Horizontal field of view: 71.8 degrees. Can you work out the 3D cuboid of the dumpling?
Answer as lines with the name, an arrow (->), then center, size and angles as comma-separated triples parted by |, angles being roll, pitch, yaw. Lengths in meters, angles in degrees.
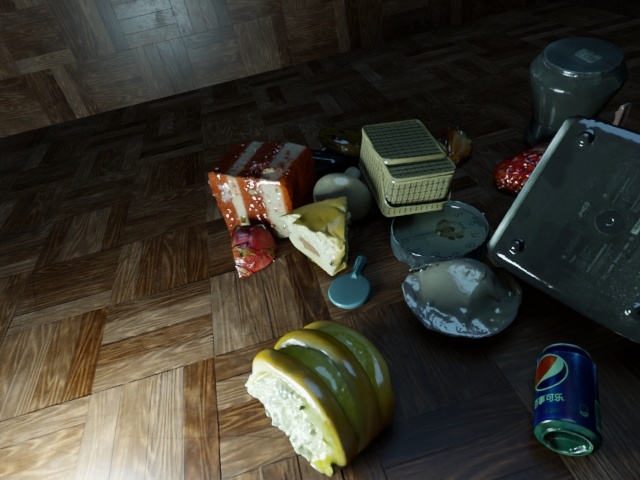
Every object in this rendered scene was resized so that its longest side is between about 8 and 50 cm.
dumpling -> 0.358, 0.152, 1.131 | 0.293, 0.163, 0.204 | 0, 74, 12

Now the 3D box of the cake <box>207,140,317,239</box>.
cake -> -0.190, -0.183, 1.571 | 0.320, 0.269, 0.270 | 4, 41, 22

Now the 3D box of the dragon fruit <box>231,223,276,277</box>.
dragon fruit -> -0.223, 0.029, 1.442 | 0.121, 0.127, 0.161 | -13, 37, 12

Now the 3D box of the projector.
projector -> 0.666, -0.024, 1.003 | 0.405, 0.395, 0.242 | 37, 15, 34

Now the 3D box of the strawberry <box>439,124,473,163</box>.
strawberry -> 0.526, -0.368, 1.755 | 0.140, 0.085, 0.192 | 5, 70, -21

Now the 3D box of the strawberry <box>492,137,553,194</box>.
strawberry -> 0.772, -0.263, 1.514 | 0.336, 0.149, 0.265 | -7, 40, 8

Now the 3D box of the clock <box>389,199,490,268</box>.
clock -> 0.373, -0.024, 1.394 | 0.313, 0.061, 0.312 | -7, 39, 6

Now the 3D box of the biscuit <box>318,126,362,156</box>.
biscuit -> 0.129, -0.404, 1.859 | 0.296, 0.075, 0.296 | 14, 24, -6

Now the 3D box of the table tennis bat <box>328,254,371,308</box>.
table tennis bat -> 0.097, 0.120, 1.312 | 0.124, 0.033, 0.201 | 7, 45, 20

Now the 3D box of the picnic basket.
picnic basket -> 0.276, -0.246, 1.448 | 0.228, 0.175, 0.313 | -9, 47, -11

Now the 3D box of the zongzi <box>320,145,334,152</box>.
zongzi -> 0.024, -0.422, 1.982 | 0.119, 0.055, 0.109 | -18, 40, -7

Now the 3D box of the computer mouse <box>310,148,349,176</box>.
computer mouse -> -0.020, -0.313, 1.811 | 0.269, 0.100, 0.170 | 10, 21, 13

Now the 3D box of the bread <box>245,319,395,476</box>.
bread -> 0.007, 0.306, 0.964 | 0.270, 0.211, 0.316 | -33, 46, -26

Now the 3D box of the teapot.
teapot -> 0.913, -0.485, 1.585 | 0.306, 0.361, 0.376 | -25, 51, -10

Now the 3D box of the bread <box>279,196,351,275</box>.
bread -> -0.011, 0.005, 1.370 | 0.224, 0.183, 0.211 | -7, 44, 10

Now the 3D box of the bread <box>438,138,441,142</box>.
bread -> 0.497, -0.388, 1.832 | 0.083, 0.035, 0.070 | -29, 43, -24

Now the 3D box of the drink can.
drink can -> 0.497, 0.316, 0.894 | 0.118, 0.118, 0.205 | 8, 41, 23

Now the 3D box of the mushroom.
mushroom -> 0.090, -0.165, 1.526 | 0.206, 0.206, 0.209 | 31, 81, 41
